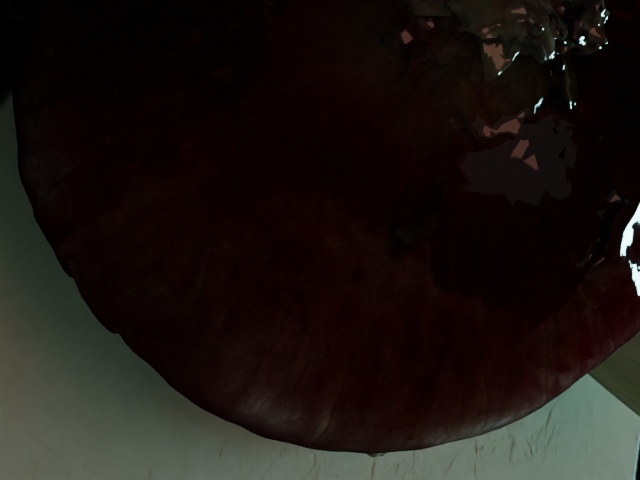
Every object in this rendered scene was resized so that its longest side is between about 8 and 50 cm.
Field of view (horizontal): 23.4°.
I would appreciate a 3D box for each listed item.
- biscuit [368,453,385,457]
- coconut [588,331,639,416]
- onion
[{"bbox_3d":[-0.002,-0.004,0.860,0.133,0.032,0.250,5,85,-40],"label":"biscuit"},{"bbox_3d":[0.249,0.017,0.952,0.241,0.241,0.241,2,87,-43],"label":"coconut"},{"bbox_3d":[0.033,-0.080,0.705,0.347,0.285,0.347,3,78,-16],"label":"onion"}]
